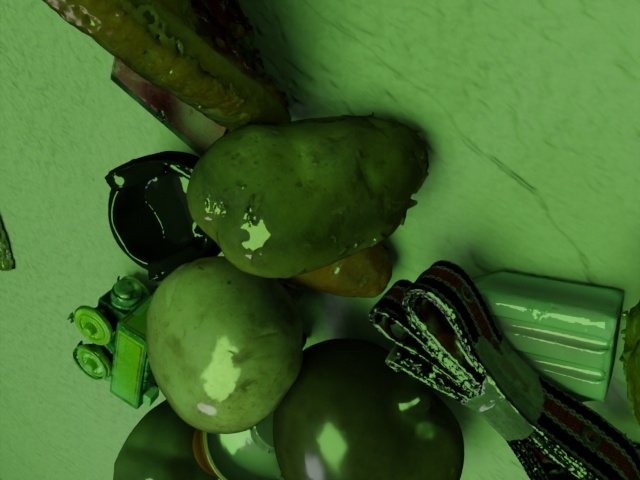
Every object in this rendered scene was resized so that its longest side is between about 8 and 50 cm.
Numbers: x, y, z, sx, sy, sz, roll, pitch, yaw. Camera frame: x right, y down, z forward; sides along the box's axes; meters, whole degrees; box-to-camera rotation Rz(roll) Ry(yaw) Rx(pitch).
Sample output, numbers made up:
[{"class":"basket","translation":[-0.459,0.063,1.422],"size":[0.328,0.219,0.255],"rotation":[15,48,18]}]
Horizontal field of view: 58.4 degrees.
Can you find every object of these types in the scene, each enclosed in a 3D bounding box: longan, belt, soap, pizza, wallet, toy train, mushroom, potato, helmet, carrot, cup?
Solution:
[{"class":"longan","translation":[0.065,0.277,0.836],"size":[0.300,0.243,0.300],"rotation":[7,125,10]},{"class":"belt","translation":[0.215,0.175,0.656],"size":[0.359,0.094,0.126],"rotation":[42,127,8]},{"class":"soap","translation":[0.245,0.119,0.726],"size":[0.230,0.091,0.145],"rotation":[10,117,30]},{"class":"pizza","translation":[-0.190,-0.325,0.658],"size":[0.130,0.440,0.406],"rotation":[-30,68,16]},{"class":"wallet","translation":[-0.232,-0.233,0.898],"size":[0.232,0.025,0.119],"rotation":[40,130,8]},{"class":"toy train","translation":[-0.380,0.200,1.154],"size":[0.188,0.159,0.272],"rotation":[29,128,10]},{"class":"mushroom","translation":[-0.135,0.138,0.785],"size":[0.254,0.184,0.255],"rotation":[15,116,33]},{"class":"potato","translation":[-0.005,-0.061,0.678],"size":[0.141,0.296,0.192],"rotation":[99,147,-61]},{"class":"helmet","translation":[-0.233,-0.042,0.891],"size":[0.216,0.193,0.189],"rotation":[-18,99,31]},{"class":"carrot","translation":[0.000,0.000,0.809],"size":[0.225,0.159,0.159],"rotation":[28,129,2]},{"class":"cup","translation":[-0.117,0.346,1.023],"size":[0.264,0.226,0.182],"rotation":[137,127,-59]}]

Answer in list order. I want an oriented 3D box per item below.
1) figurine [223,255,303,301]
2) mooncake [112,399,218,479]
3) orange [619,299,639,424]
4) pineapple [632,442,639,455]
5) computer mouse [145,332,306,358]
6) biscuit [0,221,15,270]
[{"class":"figurine","translation":[-0.094,0.050,0.939],"size":[0.143,0.068,0.101],"rotation":[4,121,19]},{"class":"mooncake","translation":[-0.290,0.458,1.168],"size":[0.135,0.275,0.275],"rotation":[7,119,23]},{"class":"orange","translation":[0.405,0.095,0.466],"size":[0.223,0.300,0.301],"rotation":[32,86,-7]},{"class":"pineapple","translation":[0.412,0.433,0.705],"size":[0.344,0.209,0.286],"rotation":[7,118,30]},{"class":"computer mouse","translation":[-0.165,0.197,0.985],"size":[0.295,0.168,0.087],"rotation":[0,94,30]},{"class":"biscuit","translation":[-0.841,-0.056,1.401],"size":[0.187,0.036,0.274],"rotation":[16,123,27]}]
